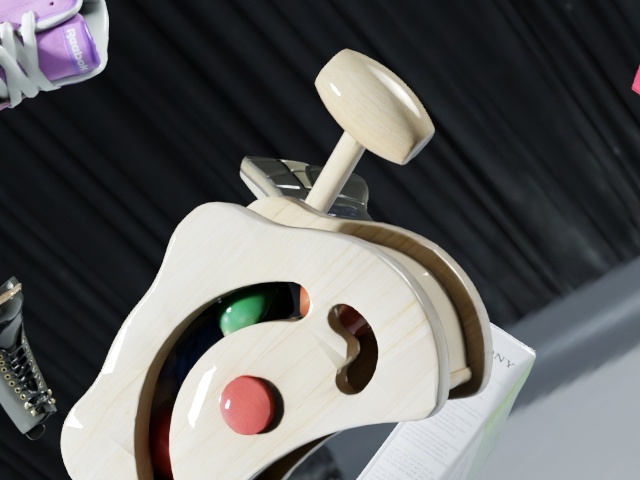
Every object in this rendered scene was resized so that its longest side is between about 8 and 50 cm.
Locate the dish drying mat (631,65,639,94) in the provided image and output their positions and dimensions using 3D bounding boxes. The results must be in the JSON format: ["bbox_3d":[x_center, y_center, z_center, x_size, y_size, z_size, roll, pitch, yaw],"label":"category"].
[{"bbox_3d":[0.166,-0.104,0.800,0.032,0.008,0.083,-125,49,-62],"label":"dish drying mat"}]

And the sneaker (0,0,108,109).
[{"bbox_3d":[-0.255,-0.126,1.276,0.161,0.102,0.282,-1,34,26],"label":"sneaker"}]

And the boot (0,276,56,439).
[{"bbox_3d":[-0.310,0.123,1.793,0.077,0.137,0.198,-35,-6,-23],"label":"boot"}]

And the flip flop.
[{"bbox_3d":[0.000,0.000,1.435,0.277,0.112,0.080,-127,49,-56],"label":"flip flop"}]

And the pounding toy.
[{"bbox_3d":[0.005,0.054,0.876,0.154,0.155,0.269,37,108,17],"label":"pounding toy"}]

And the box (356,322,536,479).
[{"bbox_3d":[0.037,0.229,1.286,0.058,0.232,0.322,35,67,13],"label":"box"}]
